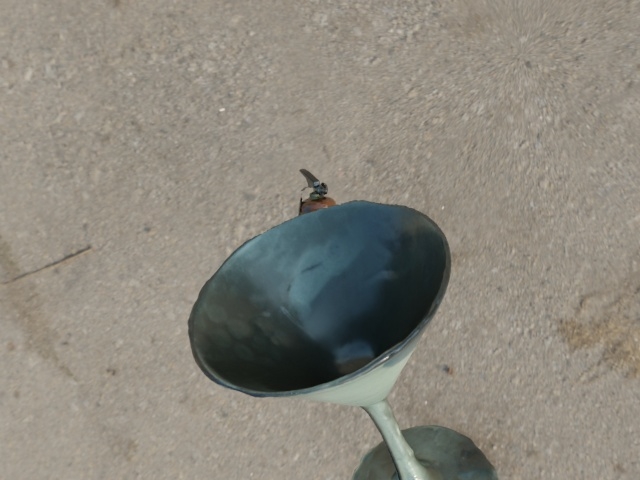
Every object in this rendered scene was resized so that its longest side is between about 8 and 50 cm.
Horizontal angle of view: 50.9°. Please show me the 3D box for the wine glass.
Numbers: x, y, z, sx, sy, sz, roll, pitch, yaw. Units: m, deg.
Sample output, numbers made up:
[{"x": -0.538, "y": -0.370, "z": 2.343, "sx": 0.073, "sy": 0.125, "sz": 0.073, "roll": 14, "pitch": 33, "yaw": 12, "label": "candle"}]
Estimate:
[{"x": 0.062, "y": 0.182, "z": 0.760, "sx": 0.267, "sy": 0.267, "sz": 0.406, "roll": -11, "pitch": 129, "yaw": 19, "label": "wine glass"}]

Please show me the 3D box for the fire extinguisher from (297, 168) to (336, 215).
[{"x": 0.000, "y": 0.000, "z": 0.829, "sx": 0.050, "sy": 0.062, "sz": 0.177, "roll": -13, "pitch": 103, "yaw": -25, "label": "fire extinguisher"}]
